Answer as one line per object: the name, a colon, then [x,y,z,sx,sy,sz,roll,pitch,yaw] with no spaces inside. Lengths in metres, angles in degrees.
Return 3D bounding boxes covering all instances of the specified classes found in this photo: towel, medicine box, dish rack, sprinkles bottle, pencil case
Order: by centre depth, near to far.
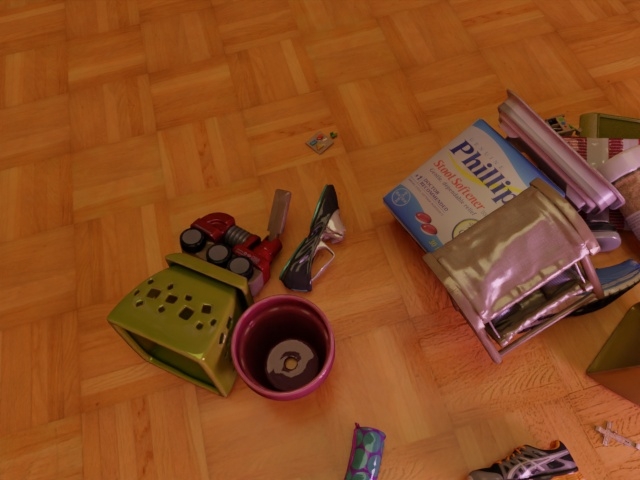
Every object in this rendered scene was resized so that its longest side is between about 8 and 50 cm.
pencil case: [0.077,0.439,0.969,0.070,0.064,0.151,25,63,-11]
sprinkles bottle: [0.758,-0.037,1.112,0.121,0.121,0.355,-22,73,-8]
dish rack: [0.516,-0.178,1.121,0.072,0.286,0.332,-43,73,19]
medicine box: [0.340,-0.075,1.137,0.289,0.149,0.263,-40,64,7]
towel: [0.698,-0.139,1.230,0.330,0.037,0.236,5,76,10]

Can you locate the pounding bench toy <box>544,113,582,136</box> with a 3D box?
pounding bench toy: [0.643,-0.300,1.337,0.084,0.052,0.065,-14,61,-3]

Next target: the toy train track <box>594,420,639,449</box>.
toy train track: [0.586,0.388,0.988,0.083,0.014,0.048,22,65,15]

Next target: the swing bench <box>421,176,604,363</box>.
swing bench: [0.367,0.065,0.943,0.253,0.254,0.165,-36,49,6]

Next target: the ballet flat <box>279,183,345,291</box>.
ballet flat: [0.000,0.000,1.208,0.096,0.095,0.280,24,76,6]

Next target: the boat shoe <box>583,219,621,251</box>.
boat shoe: [0.579,-0.014,1.178,0.220,0.077,0.070,1,52,3]

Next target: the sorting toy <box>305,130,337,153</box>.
sorting toy: [0.007,-0.283,1.399,0.062,0.012,0.083,40,71,23]

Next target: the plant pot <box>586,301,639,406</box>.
plant pot: [0.697,0.236,0.964,0.187,0.212,0.212,43,72,10]

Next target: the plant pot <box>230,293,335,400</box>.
plant pot: [-0.067,0.235,1.026,0.202,0.180,0.201,-2,61,4]

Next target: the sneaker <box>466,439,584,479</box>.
sneaker: [0.378,0.431,0.947,0.215,0.084,0.083,-3,58,-8]

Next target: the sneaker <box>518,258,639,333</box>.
sneaker: [0.533,0.087,1.092,0.330,0.129,0.147,-14,64,-3]

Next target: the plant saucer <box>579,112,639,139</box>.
plant saucer: [0.781,-0.260,1.309,0.189,0.045,0.188,12,63,11]

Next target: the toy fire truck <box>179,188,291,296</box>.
toy fire truck: [-0.185,-0.015,1.203,0.217,0.158,0.246,29,56,19]

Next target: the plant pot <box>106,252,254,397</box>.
plant pot: [-0.262,0.167,1.059,0.228,0.227,0.207,20,59,16]
